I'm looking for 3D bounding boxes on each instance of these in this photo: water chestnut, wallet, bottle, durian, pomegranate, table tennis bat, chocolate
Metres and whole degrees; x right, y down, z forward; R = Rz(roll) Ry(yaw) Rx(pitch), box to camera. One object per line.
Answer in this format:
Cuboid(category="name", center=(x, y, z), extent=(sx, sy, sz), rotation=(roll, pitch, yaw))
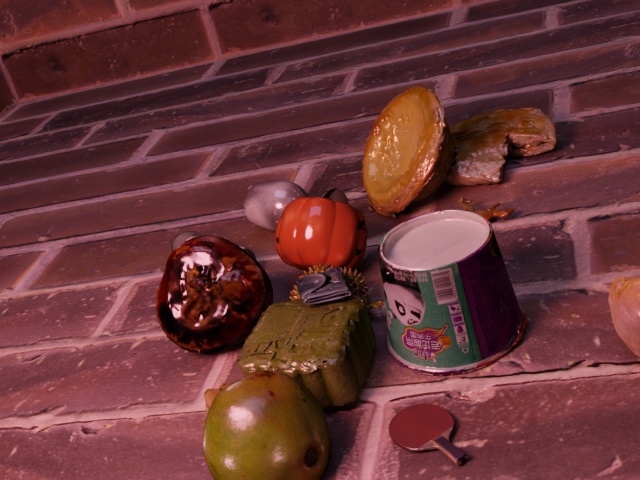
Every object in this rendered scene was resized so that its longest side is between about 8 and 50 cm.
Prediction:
Cuboid(category="water chestnut", center=(-0.207, 0.099, 1.629), extent=(0.223, 0.224, 0.238), rotation=(-13, -5, 9))
Cuboid(category="wallet", center=(0.002, 0.078, 1.540), extent=(0.088, 0.026, 0.129), rotation=(-14, 16, -3))
Cuboid(category="bottle", center=(-0.246, 0.040, 1.934), extent=(0.253, 0.079, 0.096), rotation=(17, 81, 46))
Cuboid(category="durian", center=(0.026, 0.101, 1.630), extent=(0.208, 0.103, 0.146), rotation=(11, 32, 37))
Cuboid(category="pomegranate", center=(-0.089, 0.268, 1.315), extent=(0.189, 0.159, 0.241), rotation=(-14, 24, 1))
Cuboid(category="table tennis bat", center=(0.164, 0.288, 1.286), extent=(0.095, 0.014, 0.158), rotation=(-26, 26, -20))
Cuboid(category="chocolate", center=(0.544, 0.133, 1.233), extent=(0.134, 0.134, 0.309), rotation=(-31, 34, -25))

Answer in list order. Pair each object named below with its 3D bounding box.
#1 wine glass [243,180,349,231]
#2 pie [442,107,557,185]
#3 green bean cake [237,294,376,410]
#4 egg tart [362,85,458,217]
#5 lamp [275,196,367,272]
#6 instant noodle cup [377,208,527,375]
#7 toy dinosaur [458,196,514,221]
Cuboid(category="wine glass", center=(-0.058, -0.073, 1.979), extent=(0.241, 0.127, 0.126), rotation=(11, 38, 38))
Cuboid(category="pie", center=(0.387, -0.227, 2.059), extent=(0.337, 0.075, 0.338), rotation=(-15, 28, 8))
Cuboid(category="green bean cake", center=(-0.017, 0.188, 1.470), extent=(0.200, 0.113, 0.214), rotation=(-3, 28, 22))
Cuboid(category="egg tart", center=(0.210, -0.198, 1.966), extent=(0.120, 0.315, 0.315), rotation=(16, 13, -27))
Cuboid(category="lamp", center=(0.000, 0.000, 1.754), extent=(0.187, 0.164, 0.187), rotation=(10, -8, 1))
Cuboid(category="instant noodle cup", center=(0.210, 0.075, 1.463), extent=(0.251, 0.190, 0.251), rotation=(-13, 27, 7))
Cuboid(category="toy dinosaur", center=(0.307, -0.039, 1.794), extent=(0.162, 0.039, 0.126), rotation=(-35, 33, -28))
